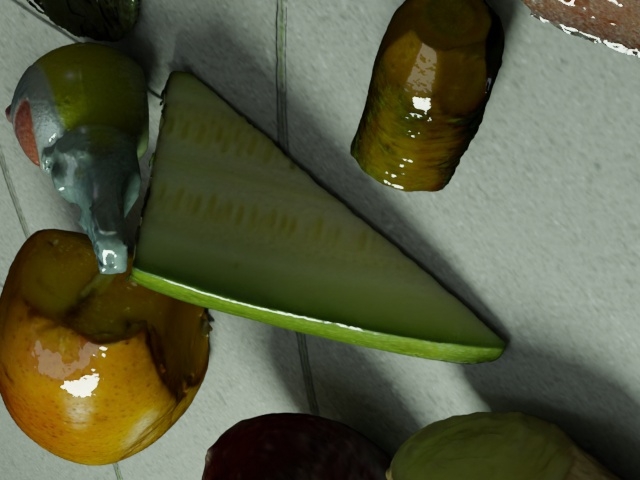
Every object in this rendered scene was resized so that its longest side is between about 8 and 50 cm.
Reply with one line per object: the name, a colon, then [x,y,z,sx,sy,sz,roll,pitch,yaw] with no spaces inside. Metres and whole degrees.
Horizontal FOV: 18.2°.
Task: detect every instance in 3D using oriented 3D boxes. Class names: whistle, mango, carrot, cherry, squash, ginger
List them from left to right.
whistle: [-0.188,-0.070,1.581,0.123,0.123,0.223,93,167,-54]
mango: [-0.197,0.100,1.823,0.350,0.199,0.201,89,163,-68]
cherry: [-0.009,0.274,1.710,0.300,0.230,0.203,35,149,-16]
squash: [0.000,0.000,1.556,0.288,0.203,0.111,10,147,-3]
carrot: [0.068,-0.092,1.286,0.082,0.082,0.173,40,148,16]
ginger: [0.174,0.233,1.501,0.221,0.130,0.275,51,159,-24]

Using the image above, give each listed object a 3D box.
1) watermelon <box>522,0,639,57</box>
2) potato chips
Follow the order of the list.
watermelon: [0.141,-0.200,1.017,0.193,0.140,0.257,25,154,30]
potato chips: [-0.224,-0.249,1.564,0.220,0.029,0.202,40,152,15]
